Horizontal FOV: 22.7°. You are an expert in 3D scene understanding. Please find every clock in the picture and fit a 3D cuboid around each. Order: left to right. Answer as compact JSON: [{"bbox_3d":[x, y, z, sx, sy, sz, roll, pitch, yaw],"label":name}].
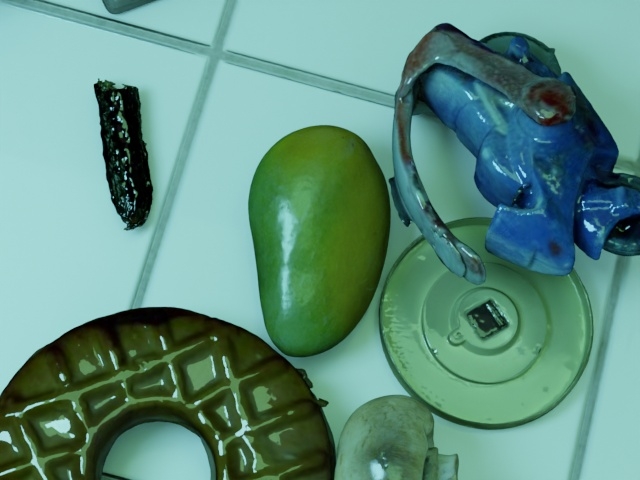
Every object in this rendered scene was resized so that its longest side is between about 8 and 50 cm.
[{"bbox_3d":[0.179,0.088,1.725,0.235,0.029,0.235,1,72,-4],"label":"clock"}]

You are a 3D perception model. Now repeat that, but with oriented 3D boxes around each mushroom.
[{"bbox_3d":[0.077,0.239,1.600,0.127,0.166,0.166,9,71,4],"label":"mushroom"}]

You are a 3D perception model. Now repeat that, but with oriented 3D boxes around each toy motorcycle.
[{"bbox_3d":[0.202,-0.075,1.713,0.241,0.182,0.319,-37,63,8],"label":"toy motorcycle"}]

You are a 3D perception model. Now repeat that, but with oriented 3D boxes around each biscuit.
[{"bbox_3d":[-0.174,0.199,1.618,0.366,0.115,0.268,-16,75,-11],"label":"biscuit"}]

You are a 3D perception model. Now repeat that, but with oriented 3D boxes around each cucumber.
[{"bbox_3d":[-0.215,-0.096,1.748,0.053,0.053,0.181,-7,75,-7],"label":"cucumber"}]

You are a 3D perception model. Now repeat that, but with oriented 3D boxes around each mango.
[{"bbox_3d":[0.000,0.000,1.690,0.156,0.114,0.251,10,71,-33],"label":"mango"}]

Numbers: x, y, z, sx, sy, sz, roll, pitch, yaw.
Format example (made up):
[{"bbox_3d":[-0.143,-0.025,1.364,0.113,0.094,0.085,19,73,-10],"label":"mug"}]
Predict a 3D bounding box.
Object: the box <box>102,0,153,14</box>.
[{"bbox_3d":[-0.149,-0.348,1.831,0.243,0.055,0.103,-23,75,-12],"label":"box"}]
